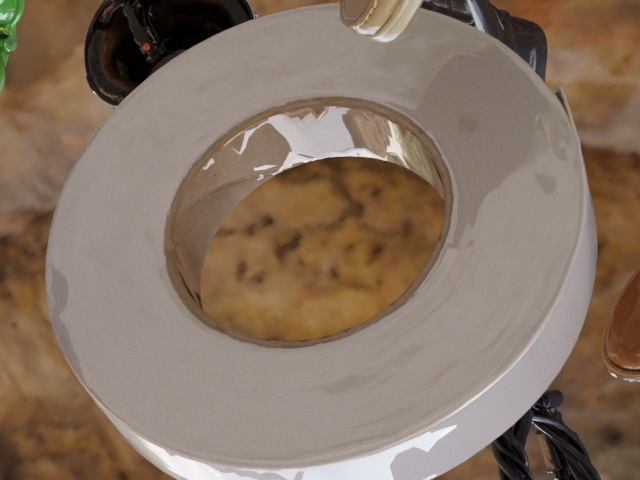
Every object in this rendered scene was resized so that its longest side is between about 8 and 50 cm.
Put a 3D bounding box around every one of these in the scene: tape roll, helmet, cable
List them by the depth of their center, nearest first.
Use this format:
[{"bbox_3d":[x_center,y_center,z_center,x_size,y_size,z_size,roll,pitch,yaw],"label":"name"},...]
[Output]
[{"bbox_3d":[0.000,0.000,1.296,0.392,0.392,0.072,-30,144,-5],"label":"tape roll"},{"bbox_3d":[0.200,0.215,1.604,0.047,0.184,0.150,-19,161,28],"label":"cable"},{"bbox_3d":[-0.149,-0.199,1.947,0.162,0.169,0.169,-1,157,-47],"label":"helmet"}]

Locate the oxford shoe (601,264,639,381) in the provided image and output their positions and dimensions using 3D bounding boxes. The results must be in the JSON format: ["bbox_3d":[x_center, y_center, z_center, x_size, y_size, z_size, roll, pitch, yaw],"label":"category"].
[{"bbox_3d":[0.288,0.020,1.485,0.212,0.076,0.076,-54,150,-22],"label":"oxford shoe"}]

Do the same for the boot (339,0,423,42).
[{"bbox_3d":[-0.012,-0.269,1.188,0.203,0.261,0.095,6,-172,-26],"label":"boot"}]

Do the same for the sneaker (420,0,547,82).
[{"bbox_3d":[0.138,-0.168,1.611,0.124,0.107,0.283,-56,150,-23],"label":"sneaker"}]

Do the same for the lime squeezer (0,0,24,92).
[{"bbox_3d":[-0.273,-0.168,1.379,0.110,0.310,0.059,25,170,-41],"label":"lime squeezer"}]
